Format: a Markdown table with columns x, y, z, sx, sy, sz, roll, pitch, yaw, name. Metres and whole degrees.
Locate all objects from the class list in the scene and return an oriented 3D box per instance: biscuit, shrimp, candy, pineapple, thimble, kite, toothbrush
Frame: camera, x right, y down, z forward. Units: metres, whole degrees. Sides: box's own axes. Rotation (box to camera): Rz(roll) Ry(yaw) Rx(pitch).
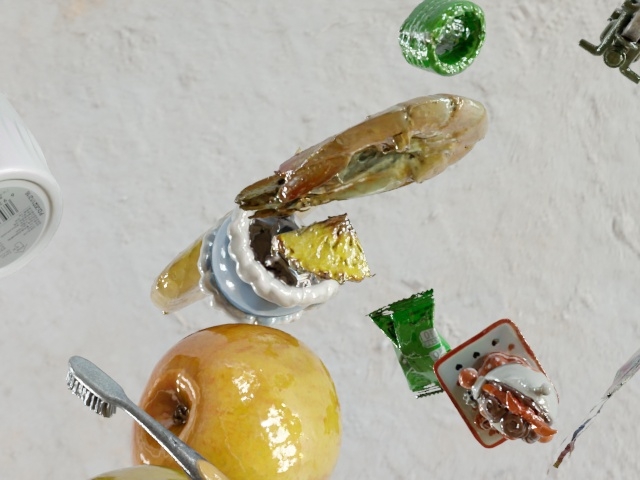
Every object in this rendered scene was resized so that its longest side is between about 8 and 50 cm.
| x | y | z | sx | sy | sz | roll | pitch | yaw | name |
| --- | --- | --- | --- | --- | --- | --- | --- | --- | --- |
| -0.130 | -0.013 | 2.064 | 0.446 | 0.429 | 0.104 | -41 | 89 | 3 | biscuit |
| 0.036 | -0.080 | 1.102 | 0.267 | 0.145 | 0.061 | -16 | 73 | 14 | shrimp |
| 0.179 | 0.194 | 2.004 | 0.141 | 0.078 | 0.203 | -15 | 114 | 45 | candy |
| 0.000 | 0.000 | 1.208 | 0.114 | 0.114 | 0.077 | 14 | 95 | -14 | pineapple |
| 0.190 | -0.320 | 1.750 | 0.090 | 0.130 | 0.118 | 28 | 124 | 46 | thimble |
| 0.505 | 0.253 | 1.909 | 0.022 | 0.360 | 0.204 | 43 | 153 | 7 | kite |
| -0.072 | 0.187 | 0.816 | 0.321 | 0.023 | 0.031 | 35 | 132 | 19 | toothbrush |

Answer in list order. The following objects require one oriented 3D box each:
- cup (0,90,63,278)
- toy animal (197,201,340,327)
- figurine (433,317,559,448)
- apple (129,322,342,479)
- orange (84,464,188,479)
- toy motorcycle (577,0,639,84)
| x | y | z | sx | sy | sz | roll | pitch | yaw | name |
| --- | --- | --- | --- | --- | --- | --- | --- | --- | --- |
| -0.543 | -0.124 | 1.580 | 0.371 | 0.253 | 0.253 | 46 | 115 | 30 | cup |
| -0.091 | 0.041 | 1.679 | 0.208 | 0.156 | 0.204 | 54 | 143 | 0 | toy animal |
| 0.303 | 0.251 | 1.742 | 0.160 | 0.226 | 0.183 | -33 | 99 | -1 | figurine |
| -0.124 | 0.259 | 1.553 | 0.299 | 0.275 | 0.299 | -9 | 74 | 36 | apple |
| -0.148 | 0.324 | 0.910 | 0.235 | 0.279 | 0.279 | 34 | 114 | -20 | orange |
| 0.474 | -0.266 | 1.493 | 0.205 | 0.275 | 0.127 | 37 | 118 | 5 | toy motorcycle |
